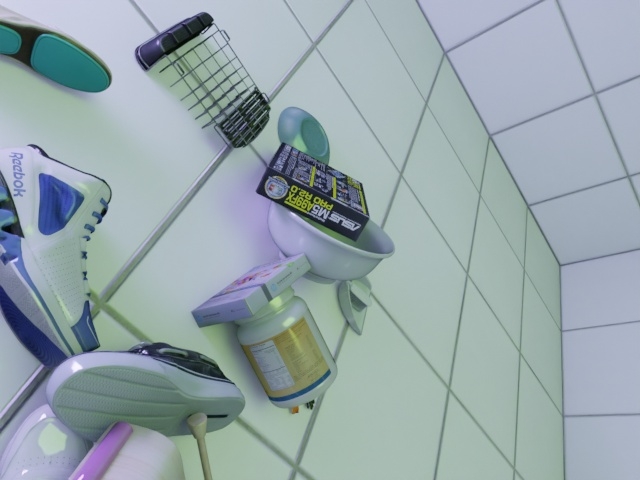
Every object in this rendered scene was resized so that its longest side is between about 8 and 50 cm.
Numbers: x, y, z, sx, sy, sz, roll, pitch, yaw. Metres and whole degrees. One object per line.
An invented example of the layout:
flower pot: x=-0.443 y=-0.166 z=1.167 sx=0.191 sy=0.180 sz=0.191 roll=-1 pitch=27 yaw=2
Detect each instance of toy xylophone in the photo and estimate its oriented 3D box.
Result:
toy xylophone: x=-0.210 y=0.374 z=0.610 sx=0.236 sy=0.081 sz=0.323 roll=-54 pitch=144 yaw=-75

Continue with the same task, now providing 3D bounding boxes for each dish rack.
dish rack: x=-0.221 y=-0.324 z=0.995 sx=0.271 sy=0.074 sz=0.208 roll=54 pitch=42 yaw=-24

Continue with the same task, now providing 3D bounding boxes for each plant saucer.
plant saucer: x=-0.028 y=-0.259 z=1.230 sx=0.195 sy=0.037 sz=0.195 roll=23 pitch=59 yaw=-45

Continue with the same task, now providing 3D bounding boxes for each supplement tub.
supplement tub: x=-0.069 y=0.194 z=0.903 sx=0.144 sy=0.144 sz=0.200 roll=-37 pitch=104 yaw=-51

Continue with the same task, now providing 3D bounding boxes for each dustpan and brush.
dustpan and brush: x=0.077 y=0.120 z=1.182 sx=0.211 sy=0.060 sz=0.147 roll=45 pitch=45 yaw=-30

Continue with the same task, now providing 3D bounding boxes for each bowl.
bowl: x=0.000 y=0.000 z=1.031 sx=0.297 sy=0.134 sz=0.298 roll=26 pitch=18 yaw=-9

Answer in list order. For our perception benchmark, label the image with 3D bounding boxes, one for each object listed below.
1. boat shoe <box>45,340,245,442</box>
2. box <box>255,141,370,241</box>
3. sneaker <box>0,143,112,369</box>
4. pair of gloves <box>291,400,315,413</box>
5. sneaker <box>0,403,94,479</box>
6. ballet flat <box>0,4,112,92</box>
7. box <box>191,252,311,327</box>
boat shoe: x=-0.246 y=0.208 z=0.688 sx=0.119 sy=0.121 sz=0.335 roll=41 pitch=-1 yaw=35
box: x=-0.010 y=-0.112 z=1.006 sx=0.216 sy=0.060 sz=0.270 roll=27 pitch=19 yaw=-9
sneaker: x=-0.353 y=-0.003 z=0.651 sx=0.182 sy=0.127 sz=0.316 roll=-33 pitch=100 yaw=-49
pair of gloves: x=-0.041 y=0.318 z=0.997 sx=0.083 sy=0.010 sz=0.074 roll=11 pitch=66 yaw=-51
sneaker: x=-0.308 y=0.343 z=0.540 sx=0.114 sy=0.152 sz=0.305 roll=14 pitch=64 yaw=-35
ballet flat: x=-0.438 y=-0.304 z=0.717 sx=0.248 sy=0.086 sz=0.086 roll=16 pitch=64 yaw=-46
box: x=-0.123 y=0.089 z=0.880 sx=0.186 sy=0.145 sz=0.038 roll=-35 pitch=104 yaw=-51
